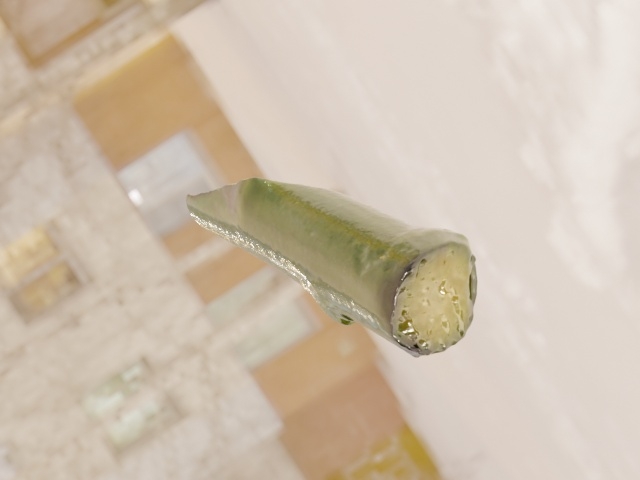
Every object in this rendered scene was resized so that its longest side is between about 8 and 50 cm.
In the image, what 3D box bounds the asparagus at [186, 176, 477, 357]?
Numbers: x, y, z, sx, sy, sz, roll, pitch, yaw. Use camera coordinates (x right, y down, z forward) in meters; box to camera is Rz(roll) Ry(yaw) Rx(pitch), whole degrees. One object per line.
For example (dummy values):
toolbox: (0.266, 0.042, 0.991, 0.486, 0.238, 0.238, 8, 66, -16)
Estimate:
asparagus: (0.000, 0.000, 0.719, 0.178, 0.041, 0.045, 27, 137, 58)
